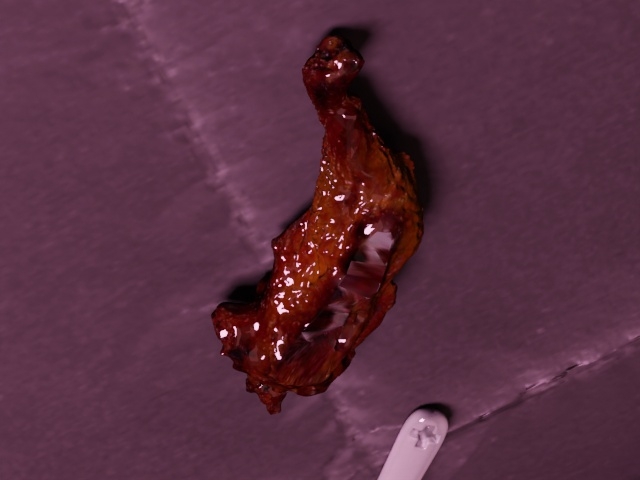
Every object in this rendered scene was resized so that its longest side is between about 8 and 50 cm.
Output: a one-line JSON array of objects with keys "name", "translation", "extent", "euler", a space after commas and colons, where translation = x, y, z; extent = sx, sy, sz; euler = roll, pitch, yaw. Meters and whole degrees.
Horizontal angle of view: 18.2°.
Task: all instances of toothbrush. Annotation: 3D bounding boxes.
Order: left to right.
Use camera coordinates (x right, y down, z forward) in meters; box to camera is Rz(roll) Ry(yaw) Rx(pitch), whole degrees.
[{"name": "toothbrush", "translation": [0.007, 0.207, 1.162], "extent": [0.030, 0.030, 0.304], "euler": [6, 126, -28]}]

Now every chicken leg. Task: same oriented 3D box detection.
[{"name": "chicken leg", "translation": [0.005, 0.002, 0.942], "extent": [0.089, 0.048, 0.219], "euler": [0, 132, -28]}]
